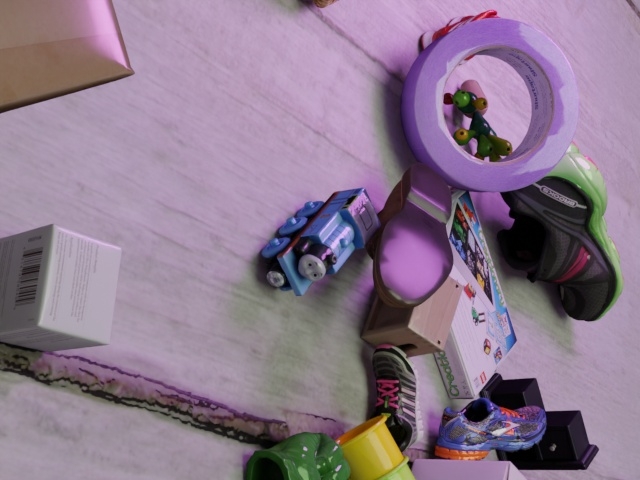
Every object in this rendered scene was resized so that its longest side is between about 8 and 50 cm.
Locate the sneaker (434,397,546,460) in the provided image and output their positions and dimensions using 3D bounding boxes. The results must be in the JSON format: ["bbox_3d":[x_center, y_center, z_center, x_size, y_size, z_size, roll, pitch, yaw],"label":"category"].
[{"bbox_3d":[0.279,0.293,1.569,0.221,0.083,0.087,-7,99,-35],"label":"sneaker"}]

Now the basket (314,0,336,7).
[{"bbox_3d":[0.097,-0.504,1.412,0.299,0.214,0.223,-46,118,-47],"label":"basket"}]

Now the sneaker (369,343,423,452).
[{"bbox_3d":[0.104,0.234,1.412,0.075,0.063,0.170,-37,121,-54],"label":"sneaker"}]

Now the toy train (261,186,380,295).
[{"bbox_3d":[0.000,0.000,1.296,0.184,0.105,0.080,-49,120,-46],"label":"toy train"}]

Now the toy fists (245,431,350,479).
[{"bbox_3d":[-0.008,0.378,1.212,0.142,0.096,0.279,5,77,-53],"label":"toy fists"}]

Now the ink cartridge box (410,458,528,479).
[{"bbox_3d":[0.244,0.453,1.462,0.232,0.171,0.168,47,48,-37],"label":"ink cartridge box"}]

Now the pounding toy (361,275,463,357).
[{"bbox_3d":[0.139,0.107,1.447,0.100,0.141,0.130,35,60,-23],"label":"pounding toy"}]

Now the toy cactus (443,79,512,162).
[{"bbox_3d":[0.270,-0.205,1.726,0.219,0.112,0.180,38,35,-39],"label":"toy cactus"}]

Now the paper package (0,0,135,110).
[{"bbox_3d":[-0.355,-0.142,0.691,0.325,0.310,0.168,-30,109,-51],"label":"paper package"}]

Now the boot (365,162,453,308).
[{"bbox_3d":[0.114,0.013,1.385,0.112,0.115,0.305,38,33,-12],"label":"boot"}]

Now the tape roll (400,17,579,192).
[{"bbox_3d":[0.272,-0.215,1.580,0.275,0.090,0.274,-1,94,-11],"label":"tape roll"}]

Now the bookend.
[{"bbox_3d":[0.375,0.309,1.679,0.072,0.157,0.156,-30,107,-52],"label":"bookend"}]

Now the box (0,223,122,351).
[{"bbox_3d":[-0.260,0.049,0.947,0.087,0.102,0.101,23,64,-46],"label":"box"}]

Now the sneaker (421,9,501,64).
[{"bbox_3d":[0.281,-0.361,1.727,0.221,0.128,0.087,-38,112,-49],"label":"sneaker"}]

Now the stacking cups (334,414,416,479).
[{"bbox_3d":[0.119,0.395,1.307,0.096,0.096,0.316,-24,86,-52],"label":"stacking cups"}]

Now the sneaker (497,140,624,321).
[{"bbox_3d":[0.438,0.000,1.845,0.482,0.202,0.185,59,3,-46],"label":"sneaker"}]

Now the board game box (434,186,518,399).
[{"bbox_3d":[0.229,0.083,1.623,0.193,0.053,0.305,-37,112,-49],"label":"board game box"}]
